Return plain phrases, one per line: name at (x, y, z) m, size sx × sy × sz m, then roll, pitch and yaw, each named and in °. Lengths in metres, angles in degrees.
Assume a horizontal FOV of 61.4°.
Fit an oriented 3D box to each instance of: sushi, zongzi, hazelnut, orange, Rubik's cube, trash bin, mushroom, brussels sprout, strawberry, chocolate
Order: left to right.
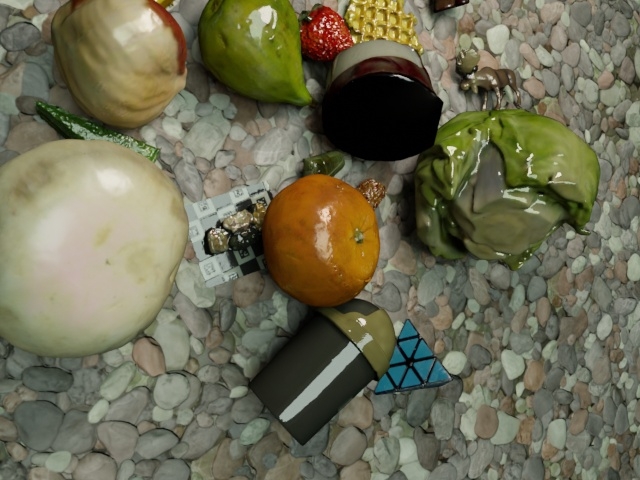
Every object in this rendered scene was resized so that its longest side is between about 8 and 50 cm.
mushroom at (-0.383, 0.013, 0.909) m, size 0.324 × 0.353 × 0.354 m, roll -9°, pitch 92°, yaw -15°
hazelnut at (-0.361, -0.337, 0.998) m, size 0.241 × 0.261 × 0.261 m, roll 8°, pitch 84°, yaw -51°
sushi at (-0.173, -0.015, 1.187) m, size 0.215 × 0.050 × 0.192 m, roll -20°, pitch 97°, yaw -25°
orange at (0.000, 0.000, 1.158) m, size 0.283 × 0.226 × 0.284 m, roll 18°, pitch 68°, yaw -53°
strawberry at (0.006, -0.467, 1.251) m, size 0.131 × 0.131 × 0.148 m, roll -51°, pitch 127°, yaw -18°
zongzi at (0.020, -0.149, 1.299) m, size 0.154 × 0.062 × 0.131 m, roll -24°, pitch 122°, yaw -41°
trash bin at (0.019, 0.264, 1.189) m, size 0.334 × 0.214 × 0.214 m, roll -41°, pitch 106°, yaw -13°
chocolate at (0.138, -0.337, 1.234) m, size 0.283 × 0.283 × 0.186 m, roll 21°, pitch 57°, yaw -24°
Rubik's cube at (0.225, 0.361, 1.367) m, size 0.178 × 0.211 × 0.191 m, roll -29°, pitch 127°, yaw -2°
brussels sprout at (0.444, -0.152, 1.344) m, size 0.424 × 0.343 × 0.361 m, roll 4°, pitch 44°, yaw 5°

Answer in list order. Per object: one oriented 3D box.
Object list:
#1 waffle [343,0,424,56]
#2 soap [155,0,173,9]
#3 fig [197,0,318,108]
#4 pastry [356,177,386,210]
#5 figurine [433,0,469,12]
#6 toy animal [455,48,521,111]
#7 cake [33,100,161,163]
waffle at (0.150, -0.506, 1.358) m, size 0.253 × 0.056 × 0.249 m, roll 42°, pitch 71°, yaw -21°
soap at (-0.411, -0.602, 1.065) m, size 0.324 × 0.096 × 0.204 m, roll 42°, pitch 71°, yaw -19°
fig at (-0.108, -0.397, 1.133) m, size 0.314 × 0.233 × 0.233 m, roll 36°, pitch 74°, yaw -14°
pastry at (0.103, -0.081, 1.317) m, size 0.087 × 0.063 × 0.169 m, roll 38°, pitch 72°, yaw -22°
figurine at (0.300, -0.787, 1.384) m, size 0.281 × 0.167 × 0.370 m, roll -22°, pitch 107°, yaw -20°
toy animal at (0.456, -0.447, 1.494) m, size 0.214 × 0.093 × 0.186 m, roll -18°, pitch 101°, yaw -33°
cake at (-0.441, -0.177, 1.034) m, size 0.235 × 0.100 × 0.099 m, roll 23°, pitch 79°, yaw -24°
